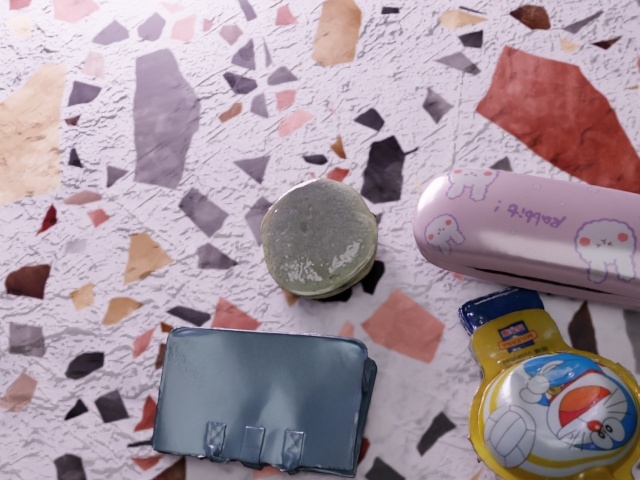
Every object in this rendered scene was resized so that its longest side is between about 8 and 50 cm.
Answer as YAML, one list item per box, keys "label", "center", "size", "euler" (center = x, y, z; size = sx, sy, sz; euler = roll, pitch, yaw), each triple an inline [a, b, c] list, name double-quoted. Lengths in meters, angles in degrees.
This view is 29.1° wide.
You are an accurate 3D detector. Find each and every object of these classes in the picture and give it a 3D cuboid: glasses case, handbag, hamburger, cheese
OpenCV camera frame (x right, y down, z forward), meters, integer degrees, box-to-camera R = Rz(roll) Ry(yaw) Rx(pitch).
- label: "glasses case"
  center: [0.243, -0.005, 1.285]
  size: [0.296, 0.075, 0.113]
  euler: [10, 61, 18]
- label: "handbag"
  center: [-0.060, 0.165, 1.270]
  size: [0.221, 0.057, 0.144]
  euler: [5, 67, 15]
- label: "hamburger"
  center: [0.000, 0.000, 1.344]
  size: [0.133, 0.062, 0.140]
  euler: [-23, 61, 3]
- label: "cheese"
  center: [0.218, 0.148, 1.208]
  size: [0.176, 0.069, 0.270]
  euler: [-18, 45, -5]
